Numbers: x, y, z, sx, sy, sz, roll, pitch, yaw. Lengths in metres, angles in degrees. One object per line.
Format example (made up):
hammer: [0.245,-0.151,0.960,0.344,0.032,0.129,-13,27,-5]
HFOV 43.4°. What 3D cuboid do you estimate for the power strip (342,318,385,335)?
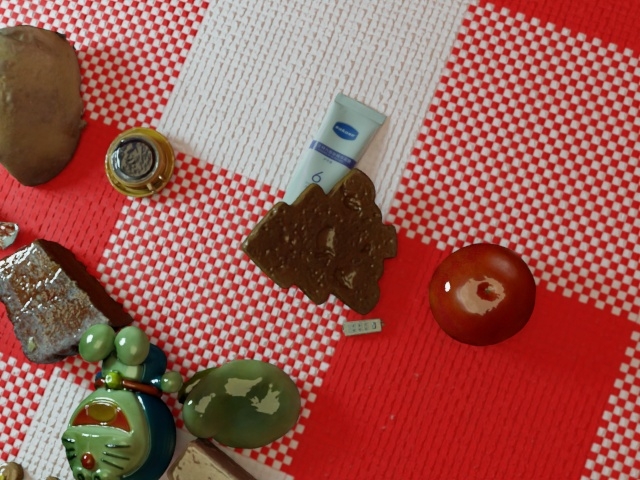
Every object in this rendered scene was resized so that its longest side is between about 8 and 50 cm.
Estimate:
power strip: [0.082,0.164,1.529,0.083,0.017,0.027,-9,83,5]

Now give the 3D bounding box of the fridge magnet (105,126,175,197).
fridge magnet: [-0.358,-0.155,1.591,0.143,0.063,0.143,0,85,5]

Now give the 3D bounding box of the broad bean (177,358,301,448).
broad bean: [-0.151,0.301,1.497,0.228,0.100,0.169,13,90,-4]

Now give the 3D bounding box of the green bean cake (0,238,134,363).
green bean cake: [-0.502,0.108,1.550,0.199,0.097,0.232,-31,80,2]

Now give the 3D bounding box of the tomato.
tomato: [0.293,0.096,1.459,0.195,0.136,0.195,-1,81,5]

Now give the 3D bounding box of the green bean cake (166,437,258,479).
green bean cake: [-0.185,0.444,1.467,0.179,0.109,0.085,37,86,9]

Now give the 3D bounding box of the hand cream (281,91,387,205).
hand cream: [0.005,-0.133,1.569,0.109,0.067,0.320,28,78,9]

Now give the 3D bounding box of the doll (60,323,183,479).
doll: [-0.353,0.320,1.460,0.199,0.186,0.321,6,78,26]

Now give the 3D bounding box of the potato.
potato: [-0.565,-0.267,1.561,0.211,0.189,0.264,-22,81,1]

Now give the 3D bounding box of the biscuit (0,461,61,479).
biscuit: [-0.597,0.575,1.521,0.186,0.044,0.295,15,83,10]

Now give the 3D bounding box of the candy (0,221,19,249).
candy: [-0.732,-0.064,1.615,0.292,0.059,0.086,31,89,9]

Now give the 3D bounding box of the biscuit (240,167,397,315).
biscuit: [0.000,0.000,1.502,0.302,0.043,0.278,2,90,-16]
